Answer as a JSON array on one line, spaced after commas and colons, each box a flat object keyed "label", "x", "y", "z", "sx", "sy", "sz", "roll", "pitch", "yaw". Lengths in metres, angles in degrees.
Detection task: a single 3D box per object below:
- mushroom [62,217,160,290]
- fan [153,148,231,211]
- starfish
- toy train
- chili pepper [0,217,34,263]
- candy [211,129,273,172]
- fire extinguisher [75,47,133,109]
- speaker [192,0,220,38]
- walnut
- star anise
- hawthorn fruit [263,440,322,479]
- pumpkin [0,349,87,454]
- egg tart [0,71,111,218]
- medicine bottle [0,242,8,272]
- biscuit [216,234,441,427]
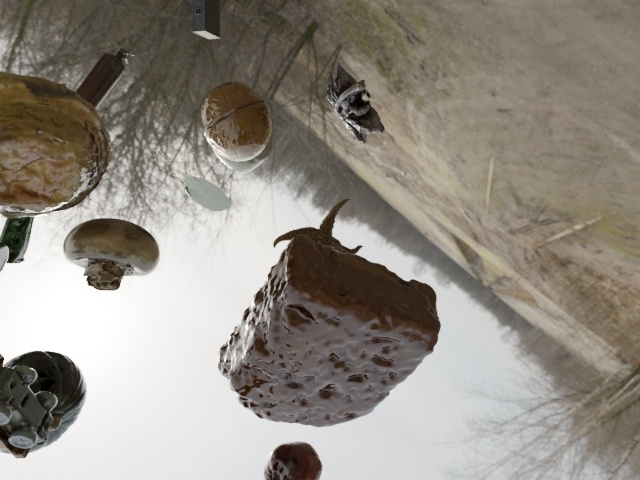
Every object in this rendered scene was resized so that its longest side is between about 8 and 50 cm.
[{"label": "mushroom", "x": -0.529, "y": 0.039, "z": 1.059, "sx": 0.226, "sy": 0.226, "sz": 0.178, "roll": 25, "pitch": -123, "yaw": -59}, {"label": "fan", "x": -0.430, "y": -0.199, "z": 1.381, "sx": 0.182, "sy": 0.010, "sz": 0.310, "roll": -10, "pitch": 137, "yaw": 41}, {"label": "starfish", "x": 0.003, "y": 0.002, "z": 0.970, "sx": 0.212, "sy": 0.238, "sz": 0.057, "roll": 24, "pitch": -177, "yaw": -27}, {"label": "toy train", "x": -0.536, "y": 0.281, "z": 0.692, "sx": 0.089, "sy": 0.127, "sz": 0.220, "roll": -96, "pitch": 0, "yaw": -54}, {"label": "chili pepper", "x": -0.790, "y": -0.050, "z": 1.102, "sx": 0.059, "sy": 0.227, "sz": 0.088, "roll": 22, "pitch": 180, "yaw": -1}, {"label": "candy", "x": -0.311, "y": -0.398, "z": 1.552, "sx": 0.185, "sy": 0.296, "sz": 0.295, "roll": -7, "pitch": 154, "yaw": 39}, {"label": "fire extinguisher", "x": -0.662, "y": -0.480, "z": 1.257, "sx": 0.072, "sy": 0.268, "sz": 0.089, "roll": 31, "pitch": 171, "yaw": 2}, {"label": "speaker", "x": -0.313, "y": -0.681, "z": 1.140, "sx": 0.044, "sy": 0.219, "sz": 0.082, "roll": 7, "pitch": -166, "yaw": 19}, {"label": "walnut", "x": -0.189, "y": -0.268, "z": 0.949, "sx": 0.167, "sy": 0.167, "sz": 0.207, "roll": 38, "pitch": 176, "yaw": -4}, {"label": "star anise", "x": 0.076, "y": -0.339, "z": 1.030, "sx": 0.209, "sy": 0.089, "sz": 0.231, "roll": 50, "pitch": -178, "yaw": 24}, {"label": "hawthorn fruit", "x": -0.063, "y": 0.600, "z": 1.093, "sx": 0.148, "sy": 0.148, "sz": 0.171, "roll": 43, "pitch": -152, "yaw": 28}, {"label": "pumpkin", "x": -0.897, "y": 0.517, "z": 1.313, "sx": 0.238, "sy": 0.316, "sz": 0.315, "roll": 17, "pitch": 178, "yaw": 26}, {"label": "egg tart", "x": -0.615, "y": -0.173, "z": 0.866, "sx": 0.150, "sy": 0.352, "sz": 0.351, "roll": 47, "pitch": -169, "yaw": 34}, {"label": "medicine bottle", "x": -0.788, "y": -0.001, "z": 0.803, "sx": 0.292, "sy": 0.142, "sz": 0.141, "roll": 23, "pitch": -168, "yaw": -16}, {"label": "biscuit", "x": 0.008, "y": 0.209, "z": 0.832, "sx": 0.342, "sy": 0.395, "sz": 0.166, "roll": 19, "pitch": -147, "yaw": -22}]
